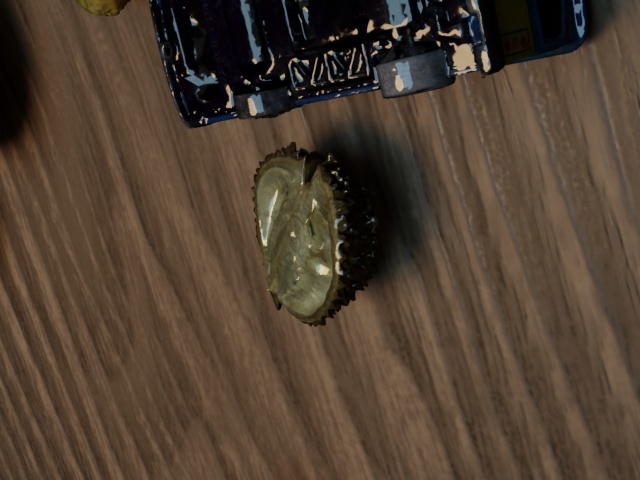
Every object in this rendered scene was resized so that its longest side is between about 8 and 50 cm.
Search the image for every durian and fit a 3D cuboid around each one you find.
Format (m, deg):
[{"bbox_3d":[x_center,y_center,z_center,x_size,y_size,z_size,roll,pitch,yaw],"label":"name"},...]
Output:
[{"bbox_3d":[0.000,0.000,0.885,0.148,0.091,0.188,53,135,26],"label":"durian"}]

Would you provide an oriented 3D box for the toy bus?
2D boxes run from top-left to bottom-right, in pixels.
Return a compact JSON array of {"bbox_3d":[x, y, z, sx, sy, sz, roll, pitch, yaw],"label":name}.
[{"bbox_3d":[0.027,-0.174,0.736,0.287,0.175,0.138,-4,104,40],"label":"toy bus"}]

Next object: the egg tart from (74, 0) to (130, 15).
[{"bbox_3d":[-0.254,-0.359,0.850,0.345,0.132,0.345,48,175,6],"label":"egg tart"}]
